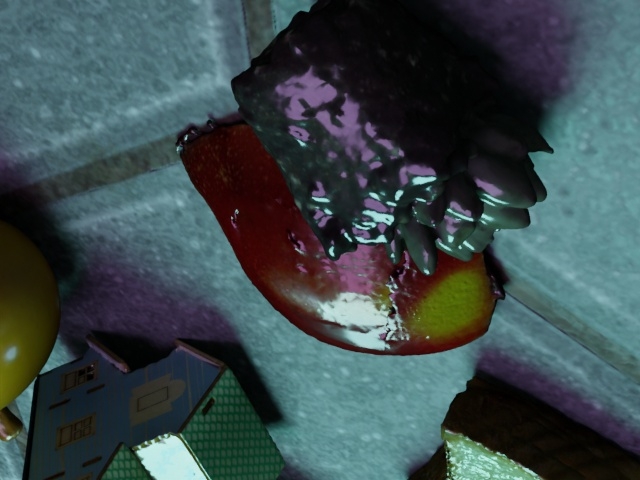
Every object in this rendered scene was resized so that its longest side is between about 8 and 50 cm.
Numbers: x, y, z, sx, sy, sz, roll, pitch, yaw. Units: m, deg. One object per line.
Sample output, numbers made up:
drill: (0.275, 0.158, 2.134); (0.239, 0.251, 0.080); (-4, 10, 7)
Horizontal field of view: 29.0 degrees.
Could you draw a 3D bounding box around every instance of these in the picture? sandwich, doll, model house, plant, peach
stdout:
sandwich: (0.159, 0.222, 1.033); (0.186, 0.065, 0.215); (30, 141, 4)
doll: (-0.324, 0.093, 1.118); (0.213, 0.213, 0.236); (-2, 126, 35)
model house: (-0.145, 0.203, 1.134); (0.206, 0.271, 0.178); (-25, 118, 6)
plant: (0.044, -0.061, 0.768); (0.194, 0.132, 0.129); (44, 134, -9)
peach: (0.000, 0.003, 0.918); (0.279, 0.068, 0.189); (25, 137, 11)
